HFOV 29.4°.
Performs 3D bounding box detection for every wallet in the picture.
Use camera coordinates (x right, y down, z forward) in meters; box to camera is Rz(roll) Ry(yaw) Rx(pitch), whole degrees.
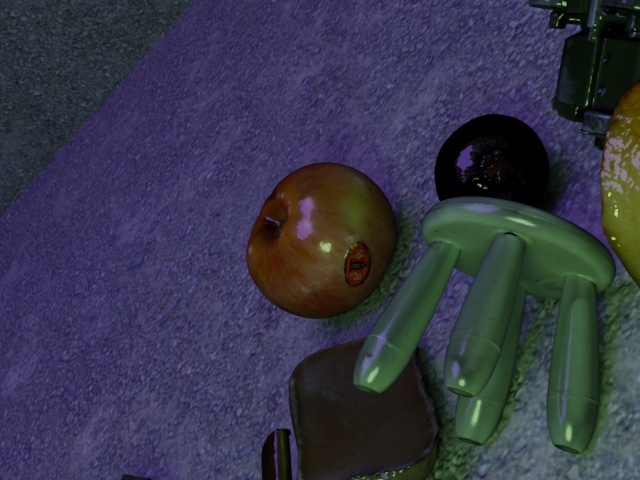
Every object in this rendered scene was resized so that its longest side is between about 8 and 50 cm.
[{"bbox_3d":[-0.044,0.333,1.295,0.137,0.031,0.255,104,165,-72],"label":"wallet"}]

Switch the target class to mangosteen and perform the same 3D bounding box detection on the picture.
[{"bbox_3d":[0.194,-0.073,1.400,0.137,0.137,0.151,-60,-8,-7],"label":"mangosteen"}]

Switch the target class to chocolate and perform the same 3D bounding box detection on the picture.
[{"bbox_3d":[0.051,0.205,1.334,0.161,0.083,0.261,-14,27,5],"label":"chocolate"}]

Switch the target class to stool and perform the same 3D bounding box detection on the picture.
[{"bbox_3d":[0.167,0.084,1.186,0.195,0.195,0.198,-5,61,57],"label":"stool"}]

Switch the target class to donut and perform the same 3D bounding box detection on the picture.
[{"bbox_3d":[0.333,-0.070,1.112,0.101,0.152,0.259,-1,61,57],"label":"donut"}]

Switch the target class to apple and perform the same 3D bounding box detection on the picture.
[{"bbox_3d":[0.000,0.000,1.583,0.209,0.164,0.209,-41,32,33],"label":"apple"}]

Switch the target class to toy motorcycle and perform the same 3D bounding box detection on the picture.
[{"bbox_3d":[0.317,-0.198,1.316,0.275,0.127,0.205,-142,58,-71],"label":"toy motorcycle"}]

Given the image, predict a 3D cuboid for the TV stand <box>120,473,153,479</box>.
[{"bbox_3d":[-0.266,0.453,1.618,0.083,0.088,0.269,-8,54,55],"label":"TV stand"}]
